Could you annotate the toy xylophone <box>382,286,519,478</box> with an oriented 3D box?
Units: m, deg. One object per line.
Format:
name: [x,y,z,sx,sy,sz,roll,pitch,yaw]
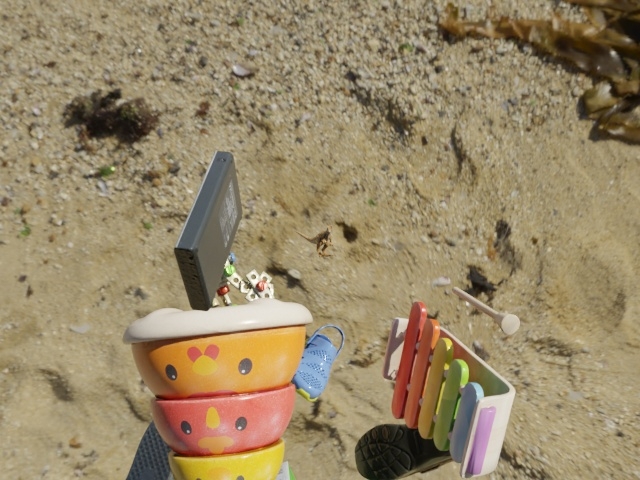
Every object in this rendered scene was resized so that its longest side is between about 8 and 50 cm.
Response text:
toy xylophone: [0.195,0.196,0.918,0.081,0.322,0.236,7,94,-16]

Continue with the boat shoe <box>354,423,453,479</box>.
boat shoe: [0.217,0.452,1.306,0.324,0.120,0.123,-31,51,38]

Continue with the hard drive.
hard drive: [-0.108,-0.010,0.603,0.022,0.094,0.135,6,48,6]

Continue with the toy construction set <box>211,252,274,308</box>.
toy construction set: [-0.288,0.154,1.824,0.327,0.151,0.215,-28,79,43]

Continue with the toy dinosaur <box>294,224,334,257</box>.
toy dinosaur: [0.000,0.000,1.945,0.064,0.211,0.112,-7,83,-32]

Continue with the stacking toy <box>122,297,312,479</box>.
stacking toy: [-0.165,0.357,1.103,0.350,0.350,0.480,-9,81,12]

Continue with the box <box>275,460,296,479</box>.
box: [-0.148,0.627,1.272,0.231,0.262,0.127,-21,107,-2]

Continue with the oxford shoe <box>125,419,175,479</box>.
oxford shoe: [-0.398,0.608,1.354,0.169,0.130,0.449,12,58,21]

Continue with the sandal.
sandal: [-0.008,0.345,1.772,0.126,0.317,0.138,38,114,-7]
